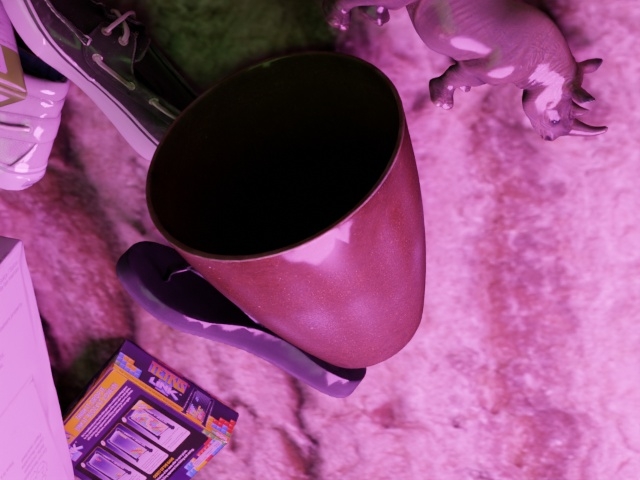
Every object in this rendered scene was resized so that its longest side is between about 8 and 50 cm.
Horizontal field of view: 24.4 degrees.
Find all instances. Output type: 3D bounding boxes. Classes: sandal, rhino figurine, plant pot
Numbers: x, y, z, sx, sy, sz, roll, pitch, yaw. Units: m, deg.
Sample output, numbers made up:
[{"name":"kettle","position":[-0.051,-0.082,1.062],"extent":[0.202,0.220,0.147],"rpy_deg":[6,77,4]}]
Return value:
[{"name":"sandal","position":[-0.066,0.058,1.355],"extent":[0.254,0.097,0.054],"rpy_deg":[25,118,-17]},{"name":"rhino figurine","position":[0.128,-0.150,1.145],"extent":[0.243,0.073,0.106],"rpy_deg":[34,131,-14]},{"name":"plant pot","position":[0.000,0.000,1.230],"extent":[0.215,0.215,0.230],"rpy_deg":[-7,140,20]}]

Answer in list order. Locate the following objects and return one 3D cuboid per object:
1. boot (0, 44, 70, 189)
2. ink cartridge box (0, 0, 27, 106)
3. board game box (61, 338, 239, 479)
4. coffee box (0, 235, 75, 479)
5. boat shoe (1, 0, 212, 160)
[{"name":"boot","position":[-0.341,-0.150,1.276],"extent":[0.258,0.095,0.123],"rpy_deg":[23,117,-7]},{"name":"ink cartridge box","position":[-0.361,-0.218,1.188],"extent":[0.188,0.097,0.255],"rpy_deg":[-14,84,10]},{"name":"board game box","position":[-0.187,0.196,1.515],"extent":[0.141,0.048,0.170],"rpy_deg":[36,128,-10]},{"name":"coffee box","position":[-0.471,0.200,1.382],"extent":[0.334,0.338,0.338],"rpy_deg":[11,130,19]},{"name":"boat shoe","position":[-0.172,-0.160,1.222],"extent":[0.070,0.078,0.219],"rpy_deg":[-24,125,30]}]
